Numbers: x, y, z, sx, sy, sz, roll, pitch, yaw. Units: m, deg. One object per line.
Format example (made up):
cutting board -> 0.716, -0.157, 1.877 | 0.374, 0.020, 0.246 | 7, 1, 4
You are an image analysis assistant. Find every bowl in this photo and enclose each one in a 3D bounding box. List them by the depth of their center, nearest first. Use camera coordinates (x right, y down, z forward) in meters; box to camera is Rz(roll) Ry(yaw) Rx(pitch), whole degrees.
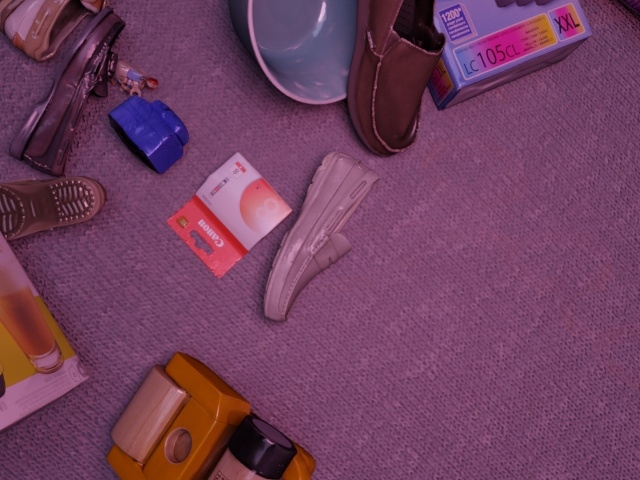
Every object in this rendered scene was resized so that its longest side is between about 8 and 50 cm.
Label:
bowl -> -0.028, -0.399, 1.021 | 0.311, 0.163, 0.311 | -20, 125, -32

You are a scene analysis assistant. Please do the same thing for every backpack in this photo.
backpack -> -0.295, -0.191, 1.057 | 0.120, 0.098, 0.101 | 42, 74, 12

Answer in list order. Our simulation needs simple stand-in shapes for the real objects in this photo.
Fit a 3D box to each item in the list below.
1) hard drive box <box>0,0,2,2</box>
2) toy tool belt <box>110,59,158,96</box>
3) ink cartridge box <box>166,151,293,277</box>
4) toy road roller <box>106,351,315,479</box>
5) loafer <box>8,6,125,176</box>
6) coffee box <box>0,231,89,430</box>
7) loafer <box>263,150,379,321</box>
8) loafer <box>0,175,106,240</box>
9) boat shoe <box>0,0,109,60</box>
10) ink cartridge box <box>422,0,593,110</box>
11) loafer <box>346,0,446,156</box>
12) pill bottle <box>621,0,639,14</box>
hard drive box -> -0.548, -0.524, 0.990 | 0.089, 0.232, 0.181 | -20, 87, -5
toy tool belt -> -0.331, -0.280, 1.087 | 0.083, 0.052, 0.051 | 33, 115, 1
ink cartridge box -> -0.162, -0.046, 1.081 | 0.179, 0.045, 0.145 | -43, 89, -9
toy road roller -> -0.157, 0.356, 1.000 | 0.329, 0.240, 0.202 | 29, 83, 36
loafer -> -0.412, -0.250, 1.055 | 0.095, 0.109, 0.302 | 34, 91, -15
coffee box -> -0.616, 0.176, 0.850 | 0.338, 0.337, 0.334 | -31, 89, 7
loafer -> 0.000, 0.000, 1.057 | 0.111, 0.112, 0.319 | 25, 84, 6
loafer -> -0.480, -0.055, 1.035 | 0.268, 0.092, 0.102 | -3, 95, 11
boat shoe -> -0.417, -0.438, 1.062 | 0.302, 0.113, 0.103 | -43, 91, 4
ink cartridge box -> 0.265, -0.473, 1.098 | 0.270, 0.151, 0.395 | -23, 86, -6
loafer -> 0.129, -0.301, 1.004 | 0.134, 0.130, 0.366 | -25, 127, -29
pill bottle -> 0.604, -0.520, 1.109 | 0.323, 0.181, 0.181 | 36, 84, -2
